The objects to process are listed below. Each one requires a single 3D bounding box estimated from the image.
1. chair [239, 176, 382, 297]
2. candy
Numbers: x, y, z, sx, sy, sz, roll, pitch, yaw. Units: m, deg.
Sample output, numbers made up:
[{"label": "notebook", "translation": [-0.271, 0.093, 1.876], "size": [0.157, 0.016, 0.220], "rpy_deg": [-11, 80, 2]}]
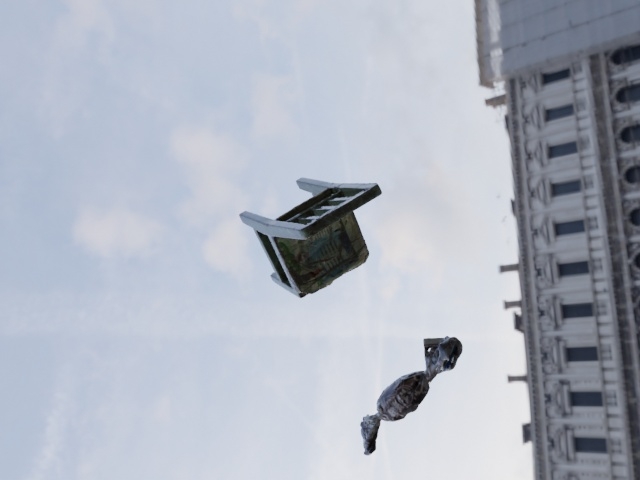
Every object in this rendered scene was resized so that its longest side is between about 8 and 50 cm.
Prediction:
[{"label": "chair", "translation": [0.000, 0.000, 0.967], "size": [0.136, 0.270, 0.147], "rpy_deg": [-32, -70, -19]}, {"label": "candy", "translation": [0.117, 0.210, 0.882], "size": [0.051, 0.226, 0.094], "rpy_deg": [38, -155, 5]}]
